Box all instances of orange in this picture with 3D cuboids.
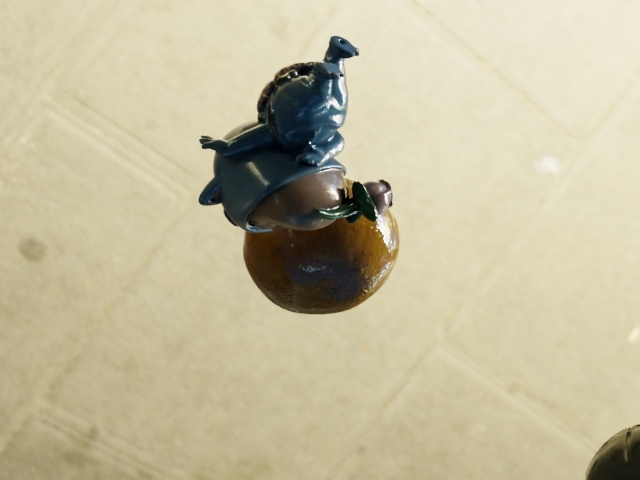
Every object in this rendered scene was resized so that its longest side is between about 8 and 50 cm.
[{"bbox_3d":[0.000,0.000,1.529,0.156,0.124,0.156,-8,143,-6],"label":"orange"}]

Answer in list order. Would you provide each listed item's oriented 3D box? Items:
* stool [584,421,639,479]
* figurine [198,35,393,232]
[{"bbox_3d":[0.178,0.120,0.706,0.110,0.096,0.096,-13,122,-51],"label":"stool"},{"bbox_3d":[-0.010,-0.067,1.248,0.114,0.144,0.178,-30,154,-54],"label":"figurine"}]
